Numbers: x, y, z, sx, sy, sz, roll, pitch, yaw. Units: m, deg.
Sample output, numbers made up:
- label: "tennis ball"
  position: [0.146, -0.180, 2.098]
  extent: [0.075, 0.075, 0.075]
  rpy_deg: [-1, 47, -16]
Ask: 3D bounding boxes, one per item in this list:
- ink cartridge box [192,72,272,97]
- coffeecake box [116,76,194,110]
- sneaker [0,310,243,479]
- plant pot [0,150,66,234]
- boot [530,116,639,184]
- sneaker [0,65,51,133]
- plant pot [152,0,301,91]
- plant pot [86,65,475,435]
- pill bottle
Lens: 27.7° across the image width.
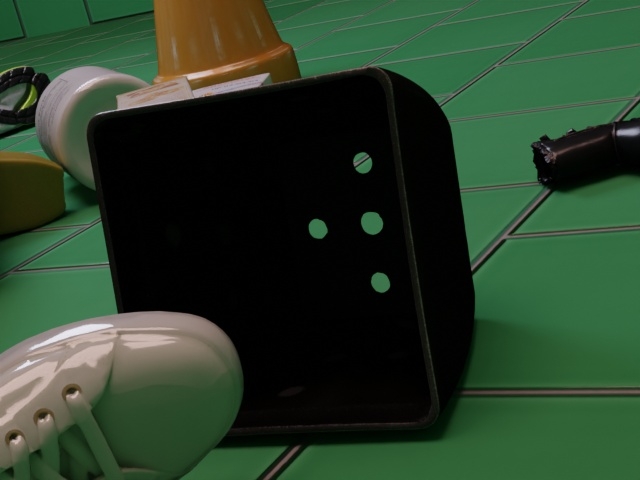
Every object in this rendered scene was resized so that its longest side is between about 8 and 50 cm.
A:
- label: "ink cartridge box"
  position: [-0.110, -0.151, 1.548]
  extent: [0.104, 0.062, 0.181]
  rpy_deg: [-11, 16, 11]
- label: "coffeecake box"
  position: [-0.115, -0.047, 1.063]
  extent: [0.068, 0.142, 0.185]
  rpy_deg: [-17, 16, -5]
- label: "sneaker"
  position: [-0.163, 0.133, 0.607]
  extent: [0.290, 0.106, 0.123]
  rpy_deg: [-25, 23, -3]
- label: "plant pot"
  position: [-0.316, -0.054, 1.382]
  extent: [0.083, 0.082, 0.081]
  rpy_deg: [-6, 13, -20]
- label: "boot"
  position: [0.224, -0.071, 1.024]
  extent: [0.099, 0.045, 0.121]
  rpy_deg: [-13, 9, -3]
- label: "sneaker"
  position: [-0.566, -0.187, 2.030]
  extent: [0.300, 0.111, 0.121]
  rpy_deg: [-21, 6, -39]
- label: "plant pot"
  position: [-0.147, -0.283, 1.796]
  extent: [0.205, 0.188, 0.205]
  rpy_deg: [-14, 16, 4]
- label: "plant pot"
  position: [0.000, 0.000, 0.767]
  extent: [0.188, 0.188, 0.167]
  rpy_deg: [-6, 6, 27]
- label: "pill bottle"
  position: [-0.257, -0.133, 1.492]
  extent: [0.131, 0.131, 0.229]
  rpy_deg: [-20, 17, -17]
